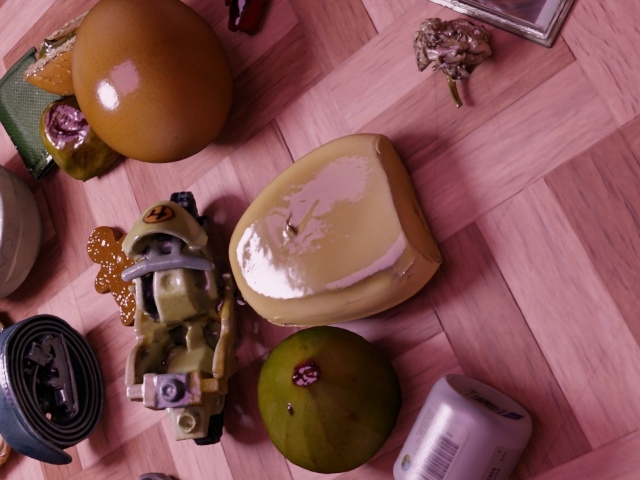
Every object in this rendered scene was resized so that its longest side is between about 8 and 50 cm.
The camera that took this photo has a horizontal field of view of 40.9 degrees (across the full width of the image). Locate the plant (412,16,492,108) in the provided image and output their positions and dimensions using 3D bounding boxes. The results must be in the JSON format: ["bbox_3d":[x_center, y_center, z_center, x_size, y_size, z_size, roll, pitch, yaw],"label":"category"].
[{"bbox_3d":[0.182,-0.248,1.191,0.116,0.105,0.121,-122,21,-64],"label":"plant"}]

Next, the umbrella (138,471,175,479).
[{"bbox_3d":[-0.166,0.457,1.345,0.337,0.067,0.073,18,108,35],"label":"umbrella"}]

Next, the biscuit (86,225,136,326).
[{"bbox_3d":[-0.358,0.049,1.549,0.205,0.031,0.138,44,109,30],"label":"biscuit"}]

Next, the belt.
[{"bbox_3d":[-0.482,0.263,1.507,0.116,0.206,0.267,-25,83,30],"label":"belt"}]

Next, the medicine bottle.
[{"bbox_3d":[0.165,0.291,1.088,0.135,0.135,0.215,32,103,34],"label":"medicine bottle"}]

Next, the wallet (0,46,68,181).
[{"bbox_3d":[-0.566,-0.254,1.719,0.160,0.055,0.236,-44,68,20],"label":"wallet"}]

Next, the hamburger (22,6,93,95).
[{"bbox_3d":[-0.440,-0.343,1.595,0.262,0.131,0.124,-16,41,38],"label":"hamburger"}]

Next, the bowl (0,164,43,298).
[{"bbox_3d":[-0.667,-0.013,1.695,0.307,0.163,0.306,-5,81,34],"label":"bowl"}]

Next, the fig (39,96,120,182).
[{"bbox_3d":[-0.433,-0.188,1.580,0.144,0.154,0.165,36,137,18],"label":"fig"}]

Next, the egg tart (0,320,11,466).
[{"bbox_3d":[-0.727,0.310,1.715,0.352,0.150,0.351,-4,83,39],"label":"egg tart"}]

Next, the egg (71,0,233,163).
[{"bbox_3d":[-0.277,-0.272,1.395,0.250,0.250,0.322,-44,58,23],"label":"egg"}]

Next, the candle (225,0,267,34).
[{"bbox_3d":[-0.086,-0.482,1.403,0.084,0.059,0.301,30,104,22],"label":"candle"}]

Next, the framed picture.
[{"bbox_3d":[0.250,-0.408,1.181,0.273,0.016,0.216,32,103,33],"label":"framed picture"}]

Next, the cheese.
[{"bbox_3d":[0.000,0.000,1.235,0.316,0.128,0.259,-26,64,25],"label":"cheese"}]

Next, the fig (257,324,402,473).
[{"bbox_3d":[-0.001,0.210,1.164,0.203,0.225,0.202,-6,69,16],"label":"fig"}]

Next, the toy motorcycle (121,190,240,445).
[{"bbox_3d":[-0.207,0.111,1.325,0.169,0.237,0.409,-10,79,8],"label":"toy motorcycle"}]
